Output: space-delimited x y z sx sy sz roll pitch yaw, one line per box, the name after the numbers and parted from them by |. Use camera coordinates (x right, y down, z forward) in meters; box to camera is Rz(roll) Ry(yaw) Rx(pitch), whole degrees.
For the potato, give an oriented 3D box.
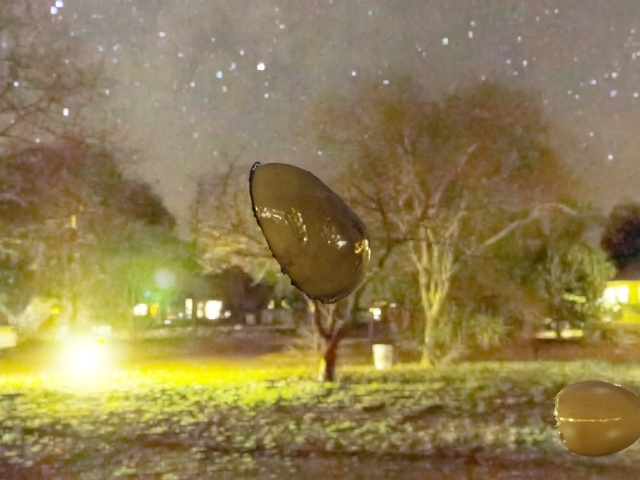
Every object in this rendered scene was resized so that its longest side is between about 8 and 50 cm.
0.001 -0.002 1.057 0.100 0.261 0.120 -20 29 28 | potato

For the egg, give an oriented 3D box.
0.296 0.187 0.775 0.096 0.080 0.080 -16 -9 15 | egg
